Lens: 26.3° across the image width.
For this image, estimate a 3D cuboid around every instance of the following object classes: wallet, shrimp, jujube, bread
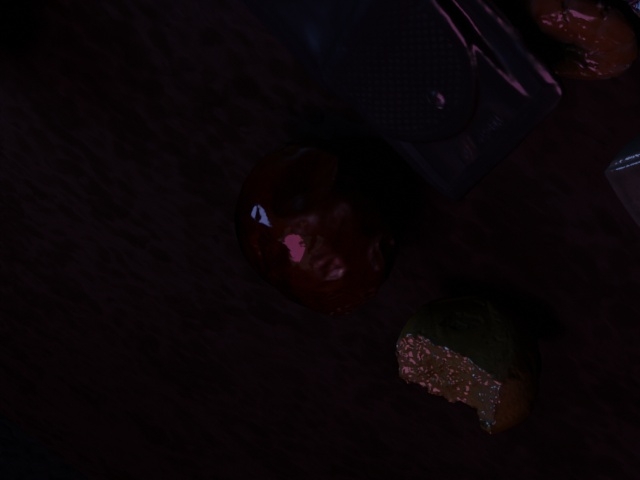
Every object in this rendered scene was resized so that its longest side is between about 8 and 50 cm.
[{"bbox_3d":[0.042,-0.183,1.133,0.323,0.041,0.247,49,151,6],"label":"wallet"},{"bbox_3d":[0.170,-0.161,1.080,0.180,0.041,0.099,4,153,43],"label":"shrimp"},{"bbox_3d":[0.000,0.000,1.382,0.168,0.168,0.236,27,157,18],"label":"jujube"},{"bbox_3d":[0.163,0.117,1.408,0.156,0.125,0.086,28,145,37],"label":"bread"}]

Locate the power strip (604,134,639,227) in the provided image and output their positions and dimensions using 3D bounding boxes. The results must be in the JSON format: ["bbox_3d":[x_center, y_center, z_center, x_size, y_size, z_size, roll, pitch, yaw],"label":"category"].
[{"bbox_3d":[0.307,-0.059,0.954,0.078,0.052,0.272,53,151,-10],"label":"power strip"}]

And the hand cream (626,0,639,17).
[{"bbox_3d":[0.313,-0.102,0.989,0.235,0.055,0.086,47,154,-13],"label":"hand cream"}]
